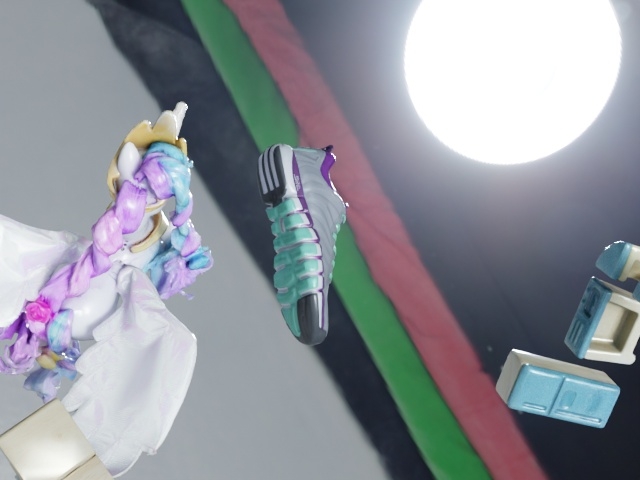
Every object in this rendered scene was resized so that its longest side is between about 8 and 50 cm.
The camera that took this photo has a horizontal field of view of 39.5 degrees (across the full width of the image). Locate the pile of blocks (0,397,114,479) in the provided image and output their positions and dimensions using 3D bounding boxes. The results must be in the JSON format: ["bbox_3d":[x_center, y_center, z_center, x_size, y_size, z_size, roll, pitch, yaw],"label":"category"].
[{"bbox_3d":[-0.177,0.250,0.629,0.149,0.112,0.362,31,-35,41],"label":"pile of blocks"}]

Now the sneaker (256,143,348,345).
[{"bbox_3d":[0.000,0.000,0.986,0.083,0.098,0.224,-13,-94,58],"label":"sneaker"}]

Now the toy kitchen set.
[{"bbox_3d":[0.292,0.112,0.901,0.166,0.122,0.207,-115,-139,-69],"label":"toy kitchen set"}]

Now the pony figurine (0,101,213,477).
[{"bbox_3d":[-0.247,0.055,0.934,0.302,0.351,0.363,31,-27,-2],"label":"pony figurine"}]
